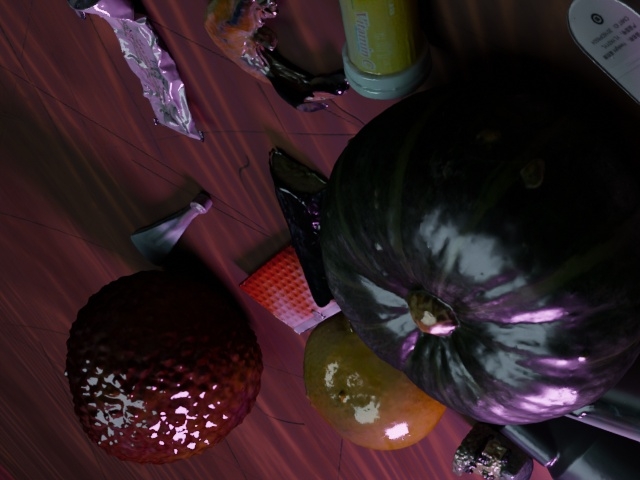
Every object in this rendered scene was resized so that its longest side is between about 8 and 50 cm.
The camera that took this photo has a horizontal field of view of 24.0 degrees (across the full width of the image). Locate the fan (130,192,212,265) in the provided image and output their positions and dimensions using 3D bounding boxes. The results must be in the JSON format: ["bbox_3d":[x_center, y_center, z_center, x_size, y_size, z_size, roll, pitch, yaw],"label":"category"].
[{"bbox_3d":[-0.188,-0.018,1.874,0.057,0.023,0.282,50,156,-2],"label":"fan"}]

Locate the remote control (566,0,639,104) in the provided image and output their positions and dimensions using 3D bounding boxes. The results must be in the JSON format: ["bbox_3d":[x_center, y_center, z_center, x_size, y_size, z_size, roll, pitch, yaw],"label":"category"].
[{"bbox_3d":[0.275,-0.095,1.078,0.245,0.022,0.077,42,154,-6],"label":"remote control"}]

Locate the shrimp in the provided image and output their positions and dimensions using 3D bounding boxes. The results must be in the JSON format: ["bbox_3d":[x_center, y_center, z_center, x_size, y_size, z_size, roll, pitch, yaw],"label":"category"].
[{"bbox_3d":[-0.036,-0.181,1.338,0.152,0.046,0.219,39,160,2],"label":"shrimp"}]

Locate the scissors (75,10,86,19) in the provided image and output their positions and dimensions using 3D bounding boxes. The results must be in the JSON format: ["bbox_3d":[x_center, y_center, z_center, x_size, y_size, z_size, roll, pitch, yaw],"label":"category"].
[{"bbox_3d":[-0.264,-0.270,1.551,0.039,0.012,0.113,25,153,28],"label":"scissors"}]

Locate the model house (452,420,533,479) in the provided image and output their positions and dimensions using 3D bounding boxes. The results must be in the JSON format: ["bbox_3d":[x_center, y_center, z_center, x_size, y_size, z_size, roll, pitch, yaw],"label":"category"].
[{"bbox_3d":[0.202,0.258,1.744,0.083,0.066,0.079,30,156,16],"label":"model house"}]

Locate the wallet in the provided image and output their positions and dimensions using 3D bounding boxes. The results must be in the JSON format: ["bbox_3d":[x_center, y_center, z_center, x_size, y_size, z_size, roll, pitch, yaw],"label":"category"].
[{"bbox_3d":[-0.028,0.059,1.780,0.103,0.020,0.196,41,156,-6],"label":"wallet"}]

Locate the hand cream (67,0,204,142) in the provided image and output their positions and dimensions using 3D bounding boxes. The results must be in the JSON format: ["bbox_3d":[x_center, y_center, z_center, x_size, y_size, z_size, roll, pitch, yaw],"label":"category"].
[{"bbox_3d":[-0.195,-0.197,1.540,0.084,0.050,0.257,21,157,39],"label":"hand cream"}]

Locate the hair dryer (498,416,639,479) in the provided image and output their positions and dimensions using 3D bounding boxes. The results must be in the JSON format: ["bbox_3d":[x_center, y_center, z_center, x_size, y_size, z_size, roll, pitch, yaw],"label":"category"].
[{"bbox_3d":[0.286,0.245,1.575,0.244,0.116,0.302,40,163,5],"label":"hair dryer"}]

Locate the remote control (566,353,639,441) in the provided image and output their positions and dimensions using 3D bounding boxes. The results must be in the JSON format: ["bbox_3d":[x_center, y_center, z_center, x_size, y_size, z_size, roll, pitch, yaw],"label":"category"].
[{"bbox_3d":[0.233,0.117,1.370,0.296,0.140,0.056,15,112,41],"label":"remote control"}]

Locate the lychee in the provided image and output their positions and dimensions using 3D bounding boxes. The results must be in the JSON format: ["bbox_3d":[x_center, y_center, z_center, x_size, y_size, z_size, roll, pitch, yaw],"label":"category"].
[{"bbox_3d":[-0.204,0.163,1.948,0.260,0.260,0.261,32,155,17],"label":"lychee"}]

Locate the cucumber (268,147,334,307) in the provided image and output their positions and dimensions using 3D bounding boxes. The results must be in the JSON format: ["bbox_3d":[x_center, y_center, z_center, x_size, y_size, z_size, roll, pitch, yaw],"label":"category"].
[{"bbox_3d":[0.000,0.000,1.600,0.070,0.046,0.220,10,139,31],"label":"cucumber"}]

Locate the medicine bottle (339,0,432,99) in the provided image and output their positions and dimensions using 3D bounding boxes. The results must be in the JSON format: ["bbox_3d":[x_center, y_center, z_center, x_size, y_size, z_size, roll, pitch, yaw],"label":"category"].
[{"bbox_3d":[0.042,-0.208,1.157,0.074,0.074,0.218,26,151,27],"label":"medicine bottle"}]

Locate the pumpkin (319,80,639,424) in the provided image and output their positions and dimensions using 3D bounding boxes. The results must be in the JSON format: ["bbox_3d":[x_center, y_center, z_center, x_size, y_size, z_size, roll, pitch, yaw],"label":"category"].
[{"bbox_3d":[0.142,0.005,1.227,0.300,0.207,0.300,33,144,28],"label":"pumpkin"}]

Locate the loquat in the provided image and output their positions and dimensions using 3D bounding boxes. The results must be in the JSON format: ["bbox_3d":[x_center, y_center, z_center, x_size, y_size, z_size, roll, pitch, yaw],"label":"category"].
[{"bbox_3d":[0.061,0.137,1.637,0.172,0.149,0.204,21,139,44],"label":"loquat"}]
